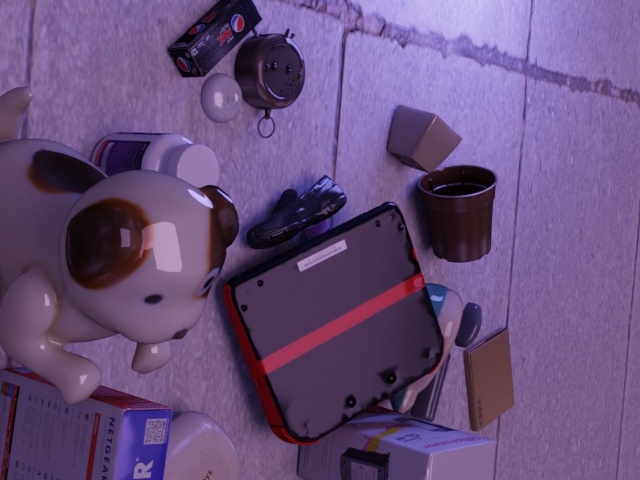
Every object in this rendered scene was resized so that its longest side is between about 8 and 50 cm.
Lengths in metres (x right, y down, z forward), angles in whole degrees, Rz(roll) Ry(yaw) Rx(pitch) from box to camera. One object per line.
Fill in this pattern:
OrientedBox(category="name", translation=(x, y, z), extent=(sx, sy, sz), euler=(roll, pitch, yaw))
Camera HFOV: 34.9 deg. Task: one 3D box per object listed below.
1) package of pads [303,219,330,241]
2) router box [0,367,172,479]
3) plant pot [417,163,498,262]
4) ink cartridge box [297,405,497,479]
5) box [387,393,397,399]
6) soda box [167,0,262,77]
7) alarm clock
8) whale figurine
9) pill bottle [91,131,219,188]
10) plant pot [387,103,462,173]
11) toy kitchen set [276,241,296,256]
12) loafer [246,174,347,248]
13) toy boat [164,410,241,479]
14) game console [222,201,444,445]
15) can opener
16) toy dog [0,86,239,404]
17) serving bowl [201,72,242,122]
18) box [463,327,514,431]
OrientedBox(category="package of pads", translation=(0.000, 0.000, 1.906), extent=(0.050, 0.032, 0.083), euler=(-40, 123, -35))
OrientedBox(category="router box", translation=(-0.345, 0.363, 1.378), extent=(0.082, 0.301, 0.336), euler=(9, 89, -47))
OrientedBox(category="plant pot", translation=(0.292, -0.053, 2.136), extent=(0.167, 0.167, 0.165), euler=(-33, 126, -40))
OrientedBox(category="ink cartridge box", translation=(0.143, 0.410, 1.912), extent=(0.226, 0.306, 0.131), euler=(3, 93, -48))
OrientedBox(category="box", translation=(0.075, 0.226, 1.972), extent=(0.158, 0.093, 0.156), euler=(7, 90, -47))
OrientedBox(category="soda box", translation=(-0.170, -0.337, 1.660), extent=(0.169, 0.053, 0.060), euler=(-50, 129, -30))
OrientedBox(category="alarm clock", translation=(-0.084, -0.273, 1.761), extent=(0.129, 0.064, 0.192), euler=(1, 97, -48))
OrientedBox(category="whale figurine", translation=(0.188, 0.213, 2.080), extent=(0.216, 0.141, 0.272), euler=(-49, 163, -78))
OrientedBox(category="pill bottle", translation=(-0.243, -0.106, 1.507), extent=(0.108, 0.193, 0.108), euler=(-8, 101, -46))
OrientedBox(category="plant pot", translation=(0.199, -0.199, 2.051), extent=(0.109, 0.109, 0.096), euler=(34, 82, -44))
OrientedBox(category="toy kitchen set", translation=(-0.054, 0.051, 1.845), extent=(0.083, 0.068, 0.075), euler=(37, 91, -31))
OrientedBox(category="loafer", translation=(-0.051, -0.052, 1.825), extent=(0.223, 0.076, 0.078), euler=(-29, 80, -35))
OrientedBox(category="toy boat", translation=(-0.220, 0.456, 1.663), extent=(0.267, 0.148, 0.318), euler=(-46, 119, -40))
OrientedBox(category="game console", translation=(0.037, 0.152, 1.841), extent=(0.386, 0.060, 0.342), euler=(-27, 104, -26))
OrientedBox(category="can opener", translation=(0.266, 0.257, 2.186), extent=(0.074, 0.093, 0.280), euler=(38, 71, -64))
OrientedBox(category="toy dog", translation=(-0.287, 0.006, 1.315), extent=(0.284, 0.407, 0.396), euler=(1, 94, -48))
OrientedBox(category="serving bowl", translation=(-0.160, -0.238, 1.704), extent=(0.083, 0.027, 0.083), euler=(-9, 102, -48))
OrientedBox(category="box", translation=(0.399, 0.325, 2.392), extent=(0.164, 0.021, 0.201), euler=(-23, 111, -44))
